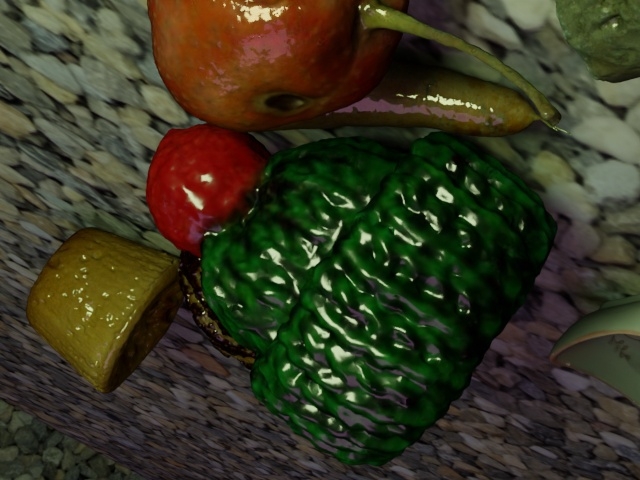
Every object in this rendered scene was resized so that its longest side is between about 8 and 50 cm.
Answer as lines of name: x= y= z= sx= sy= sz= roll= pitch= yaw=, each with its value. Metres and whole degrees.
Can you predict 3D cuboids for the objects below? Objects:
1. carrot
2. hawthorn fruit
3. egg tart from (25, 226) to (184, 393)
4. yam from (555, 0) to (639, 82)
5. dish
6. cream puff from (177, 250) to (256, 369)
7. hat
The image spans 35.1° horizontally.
carrot: x=0.044 y=-0.111 z=0.778 sx=0.298 sy=0.078 sz=0.078 roll=9 pitch=153 yaw=18
hawthorn fruit: x=0.017 y=-0.136 z=0.609 sx=0.285 sy=0.165 sz=0.165 roll=15 pitch=157 yaw=39
egg tart: x=-0.270 y=0.073 z=1.274 sx=0.147 sy=0.202 sz=0.202 roll=33 pitch=156 yaw=5
yam: x=0.203 y=-0.154 z=0.515 sx=0.107 sy=0.107 sz=0.194 roll=31 pitch=155 yaw=-20
dish: x=0.350 y=0.118 z=0.989 sx=0.212 sy=0.077 sz=0.151 roll=31 pitch=152 yaw=-22
cream puff: x=-0.035 y=0.052 z=1.049 sx=0.239 sy=0.165 sz=0.239 roll=20 pitch=155 yaw=10
hat: x=0.000 y=0.000 z=0.839 sx=0.332 sy=0.274 sz=0.242 roll=35 pitch=159 yaw=7
